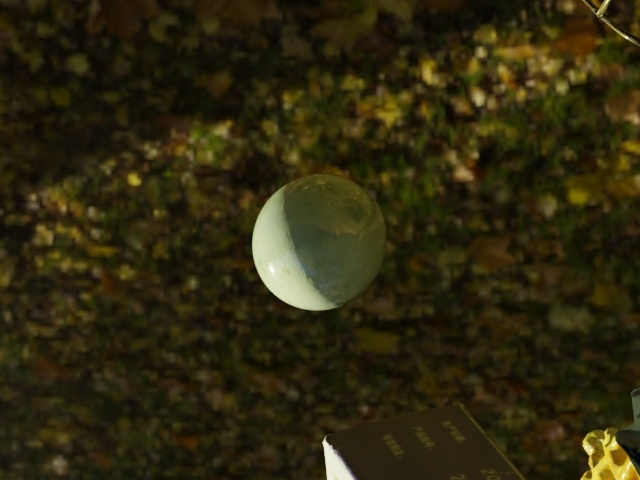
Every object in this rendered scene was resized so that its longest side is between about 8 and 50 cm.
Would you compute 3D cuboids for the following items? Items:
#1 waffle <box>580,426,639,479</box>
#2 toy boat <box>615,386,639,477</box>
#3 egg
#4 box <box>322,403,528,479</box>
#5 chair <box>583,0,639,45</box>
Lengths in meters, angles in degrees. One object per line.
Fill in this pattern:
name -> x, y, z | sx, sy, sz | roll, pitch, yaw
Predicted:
waffle -> 0.383, 0.368, 1.614 | 0.060, 0.311, 0.307 | -12, -166, -15
toy boat -> 0.257, 0.199, 0.801 | 0.067, 0.291, 0.220 | 21, 126, -38
egg -> 0.000, 0.000, 1.572 | 0.149, 0.192, 0.149 | 4, 112, 9
box -> 0.090, 0.285, 0.886 | 0.106, 0.200, 0.299 | -13, 115, -14
chair -> 0.335, -0.347, 1.559 | 0.170, 0.160, 0.326 | -51, 156, 11
